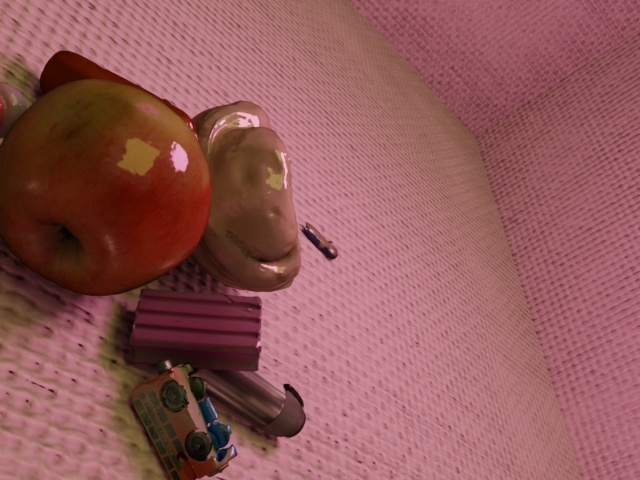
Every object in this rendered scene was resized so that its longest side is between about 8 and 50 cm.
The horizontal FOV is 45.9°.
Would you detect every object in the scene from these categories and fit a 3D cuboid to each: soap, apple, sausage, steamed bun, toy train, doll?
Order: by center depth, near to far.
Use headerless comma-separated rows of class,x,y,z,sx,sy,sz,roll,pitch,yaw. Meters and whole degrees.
apple,-0.319,-0.068,1.097,0.319,0.319,0.277,51,47,-12
toy train,-0.206,0.271,1.137,0.188,0.099,0.072,60,23,8
soap,-0.194,0.143,1.206,0.203,0.065,0.122,6,41,-6
sausage,-0.351,-0.227,1.275,0.349,0.097,0.094,29,19,19
steamed bun,-0.175,-0.070,1.377,0.339,0.248,0.352,90,-10,-45
doll,0.000,0.000,1.868,0.125,0.027,0.037,46,36,-22

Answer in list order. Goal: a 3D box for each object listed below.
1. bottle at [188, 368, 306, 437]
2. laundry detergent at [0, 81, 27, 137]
bottle,-0.127,0.252,1.306,0.254,0.080,0.096,41,57,-27
laundry detergent,-0.533,-0.174,0.979,0.335,0.088,0.158,-18,106,-64
